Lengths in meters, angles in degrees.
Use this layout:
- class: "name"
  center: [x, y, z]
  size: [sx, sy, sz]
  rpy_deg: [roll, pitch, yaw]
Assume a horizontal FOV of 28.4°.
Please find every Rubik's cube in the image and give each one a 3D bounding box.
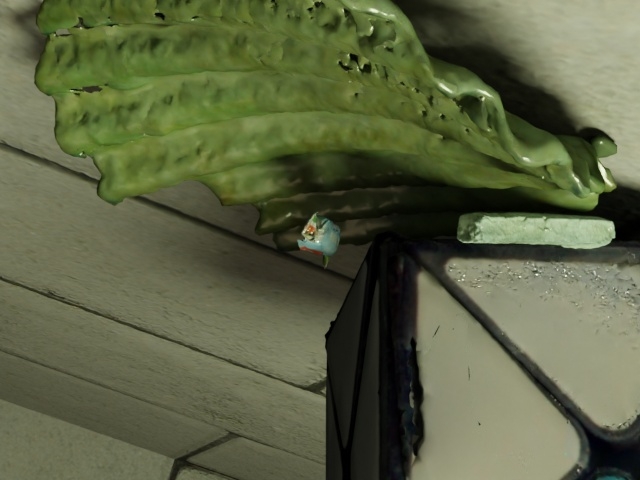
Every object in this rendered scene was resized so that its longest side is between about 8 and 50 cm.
- class: "Rubik's cube"
  center: [0.166, 0.169, 0.924]
  size: [0.305, 0.307, 0.310]
  rpy_deg: [3, 161, -6]

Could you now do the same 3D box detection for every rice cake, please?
- class: "rice cake"
  center: [0.129, -0.006, 0.752]
  size: [0.121, 0.021, 0.022]
  rpy_deg: [0, -175, -39]

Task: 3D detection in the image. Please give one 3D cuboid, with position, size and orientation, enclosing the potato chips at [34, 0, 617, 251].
- class: "potato chips"
  center: [0.005, -0.069, 0.824]
  size: [0.373, 0.097, 0.389]
  rpy_deg: [27, 160, -28]

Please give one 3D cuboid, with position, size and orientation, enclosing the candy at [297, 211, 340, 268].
- class: "candy"
  center: [-0.001, 0.000, 0.859]
  size: [0.020, 0.030, 0.083]
  rpy_deg: [15, 175, 13]
